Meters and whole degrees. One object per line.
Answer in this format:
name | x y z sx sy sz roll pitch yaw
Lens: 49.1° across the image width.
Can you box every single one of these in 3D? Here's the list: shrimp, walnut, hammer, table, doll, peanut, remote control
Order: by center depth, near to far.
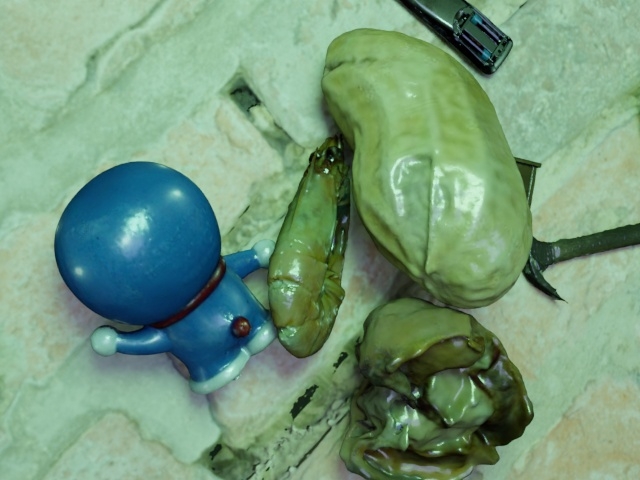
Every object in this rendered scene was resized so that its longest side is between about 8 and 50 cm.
doll | -0.152 0.036 0.728 0.215 0.161 0.257 -44 117 -23
peanut | 0.114 -0.088 0.756 0.174 0.158 0.340 -17 65 13
shrimp | -0.001 0.000 0.780 0.061 0.145 0.267 -7 64 26
walnut | 0.125 0.161 0.786 0.203 0.141 0.238 1 124 -11
table | 0.205 -0.058 0.845 0.083 0.070 0.082 11 87 -15
remote control | 0.145 -0.286 0.851 0.212 0.028 0.059 37 83 -12
hammer | 0.395 -0.004 0.916 0.297 0.027 0.125 -13 93 -14
